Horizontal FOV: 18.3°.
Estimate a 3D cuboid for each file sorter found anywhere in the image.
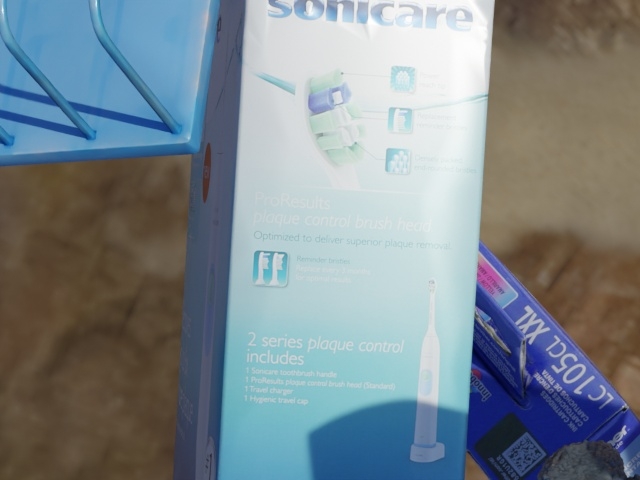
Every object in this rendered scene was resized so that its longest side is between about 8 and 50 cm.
[{"bbox_3d":[-0.141,-0.107,0.841,0.170,0.104,0.118,-3,63,20],"label":"file sorter"}]

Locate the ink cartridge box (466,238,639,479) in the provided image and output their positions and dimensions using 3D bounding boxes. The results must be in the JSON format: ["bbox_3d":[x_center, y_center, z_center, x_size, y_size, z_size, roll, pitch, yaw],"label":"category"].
[{"bbox_3d":[0.213,0.174,1.937,0.151,0.395,0.270,-42,51,3],"label":"ink cartridge box"}]

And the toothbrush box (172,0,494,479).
[{"bbox_3d":[0.000,0.000,1.027,0.126,0.216,0.295,4,92,-9],"label":"toothbrush box"}]

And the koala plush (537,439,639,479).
[{"bbox_3d":[0.261,0.275,1.415,0.196,0.221,0.203,-10,33,23],"label":"koala plush"}]
